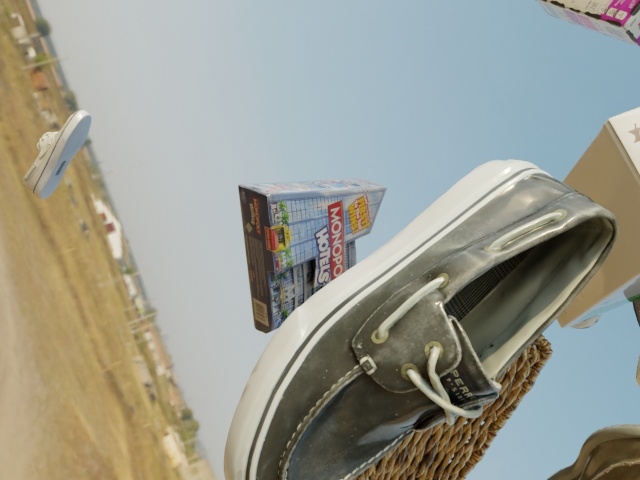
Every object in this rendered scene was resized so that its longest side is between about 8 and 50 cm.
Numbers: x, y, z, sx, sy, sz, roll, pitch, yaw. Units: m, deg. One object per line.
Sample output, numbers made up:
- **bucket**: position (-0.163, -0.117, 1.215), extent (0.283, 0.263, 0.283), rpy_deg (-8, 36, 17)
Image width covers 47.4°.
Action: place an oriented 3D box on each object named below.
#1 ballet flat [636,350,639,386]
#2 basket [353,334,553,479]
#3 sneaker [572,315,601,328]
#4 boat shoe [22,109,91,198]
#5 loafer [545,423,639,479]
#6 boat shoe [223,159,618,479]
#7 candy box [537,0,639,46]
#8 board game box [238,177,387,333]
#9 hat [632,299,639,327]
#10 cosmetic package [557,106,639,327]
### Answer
- **ballet flat**: position (0.308, 0.048, 0.472), extent (0.483, 0.182, 0.164), rpy_deg (79, 19, -48)
- **basket**: position (0.127, 0.181, 1.021), extent (0.299, 0.223, 0.213), rpy_deg (-67, -150, 28)
- **sneaker**: position (0.336, 0.043, 1.147), extent (0.228, 0.086, 0.132), rpy_deg (21, -33, 27)
- **boat shoe**: position (-0.263, -0.090, 0.719), extent (0.035, 0.100, 0.035), rpy_deg (36, 16, 4)
- **loafer**: position (0.313, 0.266, 0.768), extent (0.251, 0.094, 0.087), rpy_deg (99, -9, -53)
- **boat shoe**: position (0.073, 0.068, 0.507), extent (0.121, 0.335, 0.119), rpy_deg (51, -13, -34)
- **candy box**: position (0.513, -0.456, 1.292), extent (0.071, 0.159, 0.233), rpy_deg (28, 12, -38)
- **board game box**: position (0.000, 0.000, 0.912), extent (0.060, 0.194, 0.194), rpy_deg (22, -55, 44)
- **hat**: position (0.635, 0.076, 1.127), extent (0.134, 0.331, 0.331), rpy_deg (-23, -93, 57)
- **cosmetic package**: position (0.392, -0.031, 0.874), extent (0.365, 0.197, 0.155), rpy_deg (86, -16, -72)
